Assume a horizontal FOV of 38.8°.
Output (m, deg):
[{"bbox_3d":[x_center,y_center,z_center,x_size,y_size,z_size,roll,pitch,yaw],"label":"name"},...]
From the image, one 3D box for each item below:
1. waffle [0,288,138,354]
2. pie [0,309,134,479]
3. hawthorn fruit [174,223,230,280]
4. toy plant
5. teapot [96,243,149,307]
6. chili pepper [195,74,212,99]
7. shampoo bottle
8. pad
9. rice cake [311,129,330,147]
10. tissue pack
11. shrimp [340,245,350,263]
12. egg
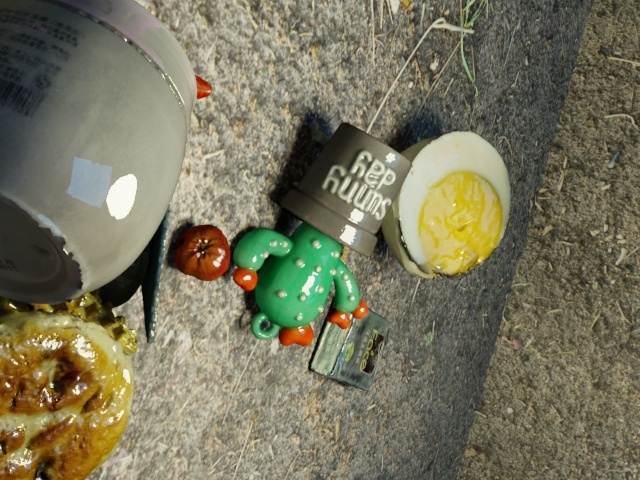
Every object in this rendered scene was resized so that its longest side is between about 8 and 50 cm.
[{"bbox_3d":[-0.295,0.084,1.079,0.192,0.161,0.046,107,-23,-47],"label":"waffle"},{"bbox_3d":[-0.347,0.212,1.028,0.315,0.092,0.315,-27,134,-32],"label":"pie"},{"bbox_3d":[-0.176,0.019,1.369,0.093,0.093,0.093,-40,138,-49],"label":"hawthorn fruit"},{"bbox_3d":[-0.007,-0.004,1.578,0.400,0.185,0.279,-60,147,3],"label":"toy plant"},{"bbox_3d":[-0.276,0.003,1.125,0.108,0.111,0.149,27,86,-49],"label":"teapot"},{"bbox_3d":[-0.224,-0.208,1.148,0.272,0.071,0.063,5,104,-66],"label":"chili pepper"},{"bbox_3d":[-0.269,-0.099,0.890,0.273,0.273,0.266,71,34,-49],"label":"shampoo bottle"},{"bbox_3d":[-0.206,-0.035,1.155,0.269,0.012,0.269,-134,-128,-72],"label":"pad"},{"bbox_3d":[0.017,-0.177,1.699,0.121,0.022,0.022,29,83,-61],"label":"rice cake"},{"bbox_3d":[0.070,0.229,1.968,0.235,0.073,0.173,39,71,-62],"label":"tissue pack"},{"bbox_3d":[0.036,0.009,1.835,0.091,0.025,0.127,-41,141,-47],"label":"shrimp"},{"bbox_3d":[0.238,-0.080,1.984,0.337,0.201,0.336,-4,97,-37],"label":"egg"}]
